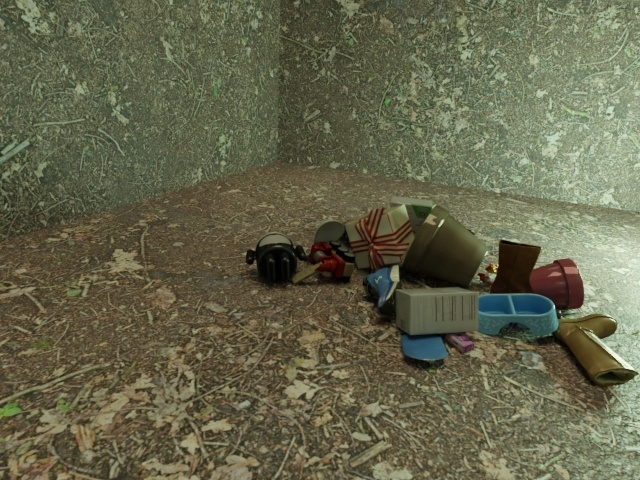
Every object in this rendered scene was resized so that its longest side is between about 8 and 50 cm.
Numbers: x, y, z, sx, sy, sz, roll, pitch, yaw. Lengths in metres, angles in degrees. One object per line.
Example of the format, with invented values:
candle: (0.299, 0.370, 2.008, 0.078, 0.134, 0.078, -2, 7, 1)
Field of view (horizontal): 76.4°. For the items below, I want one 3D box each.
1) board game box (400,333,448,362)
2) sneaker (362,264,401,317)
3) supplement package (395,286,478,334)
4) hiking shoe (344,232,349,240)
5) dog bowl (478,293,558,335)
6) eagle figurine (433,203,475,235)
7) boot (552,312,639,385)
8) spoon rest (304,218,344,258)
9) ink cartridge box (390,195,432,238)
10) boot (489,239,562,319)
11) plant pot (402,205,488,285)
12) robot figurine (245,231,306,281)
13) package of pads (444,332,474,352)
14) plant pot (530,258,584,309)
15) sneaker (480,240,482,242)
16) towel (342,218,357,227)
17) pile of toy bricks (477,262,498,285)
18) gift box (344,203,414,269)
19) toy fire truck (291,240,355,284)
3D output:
board game box: (0.325, 0.346, 1.288, 0.133, 0.033, 0.169, 0, 16, 5)
sneaker: (0.236, 0.200, 1.566, 0.147, 0.130, 0.330, -7, 15, 13)
supplement package: (0.395, 0.237, 1.390, 0.243, 0.134, 0.139, -1, 2, -10)
hiking shoe: (0.266, -0.014, 2.149, 0.303, 0.113, 0.132, -11, 50, -36)
dog bowl: (0.675, 0.254, 1.437, 0.297, 0.074, 0.166, -3, 25, 17)
eagle figurine: (0.675, -0.071, 2.273, 0.226, 0.225, 0.298, -40, 68, -4)
boot: (0.911, 0.349, 1.305, 0.236, 0.089, 0.269, -9, 20, 3)
spoon rest: (0.000, 0.000, 1.876, 0.137, 0.276, 0.084, 20, 41, -36)
ink cartridge box: (0.439, -0.066, 2.034, 0.201, 0.278, 0.117, 8, 24, 11)
boot: (0.786, 0.148, 1.523, 0.264, 0.281, 0.096, 20, 27, 36)
plant pot: (0.558, 0.050, 1.777, 0.280, 0.323, 0.323, 29, 29, 17)
robot figurine: (-0.190, 0.066, 1.730, 0.209, 0.174, 0.278, 34, 12, -21)
package of pads: (0.457, 0.333, 1.339, 0.050, 0.032, 0.083, -8, 24, -28)
plant pot: (0.908, 0.180, 1.614, 0.180, 0.202, 0.201, -8, 18, 14)
sneaker: (0.850, 0.019, 2.226, 0.083, 0.032, 0.037, -6, 9, -36)
towel: (0.204, -0.096, 2.297, 0.370, 0.040, 0.271, -14, 5, -34)
pile of toy bricks: (0.786, 0.173, 1.742, 0.212, 0.118, 0.105, 11, 45, -27)
gift box: (0.285, -0.029, 1.842, 0.276, 0.255, 0.258, -19, 6, 36)
toy fire truck: (-0.006, 0.101, 1.752, 0.246, 0.159, 0.217, 5, 19, -26)
